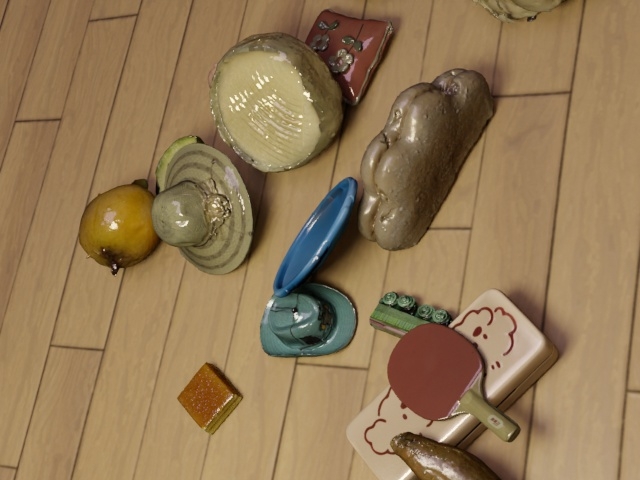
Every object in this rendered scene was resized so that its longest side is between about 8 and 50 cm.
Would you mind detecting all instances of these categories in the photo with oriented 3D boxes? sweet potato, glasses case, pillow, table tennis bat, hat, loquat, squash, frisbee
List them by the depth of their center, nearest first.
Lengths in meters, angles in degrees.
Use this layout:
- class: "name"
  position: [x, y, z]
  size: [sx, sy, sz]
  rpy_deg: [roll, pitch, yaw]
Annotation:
- class: "sweet potato"
  position: [0.218, 0.376, 1.563]
  size: [0.112, 0.085, 0.286]
  rpy_deg: [-39, 80, -27]
- class: "table tennis bat"
  position: [0.201, 0.220, 1.629]
  size: [0.246, 0.022, 0.138]
  rpy_deg: [39, 92, 38]
- class: "glasses case"
  position: [0.201, 0.236, 1.679]
  size: [0.336, 0.076, 0.144]
  rpy_deg: [-46, 55, 5]
- class: "frisbee"
  position: [0.000, 0.000, 1.847]
  size: [0.242, 0.045, 0.242]
  rpy_deg: [-55, 11, 16]
- class: "hat"
  position: [-0.037, 0.132, 1.859]
  size: [0.191, 0.078, 0.138]
  rpy_deg: [-1, 66, 29]
- class: "hat"
  position: [-0.244, -0.048, 1.962]
  size: [0.252, 0.110, 0.252]
  rpy_deg: [14, 112, 39]
- class: "pillow"
  position: [0.031, -0.351, 2.030]
  size: [0.179, 0.075, 0.171]
  rpy_deg: [22, 83, 36]
- class: "squash"
  position: [-0.233, -0.097, 2.075]
  size: [0.184, 0.085, 0.191]
  rpy_deg: [-24, 82, 48]
- class: "loquat"
  position: [-0.376, -0.035, 2.079]
  size: [0.172, 0.149, 0.204]
  rpy_deg: [-47, 17, 54]

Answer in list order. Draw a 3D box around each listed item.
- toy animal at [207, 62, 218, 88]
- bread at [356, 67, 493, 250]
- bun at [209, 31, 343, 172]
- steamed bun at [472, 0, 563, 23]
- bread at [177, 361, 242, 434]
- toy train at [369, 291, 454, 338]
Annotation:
- class: "toy animal"
  position: [-0.167, -0.291, 2.125]
  size: [0.082, 0.091, 0.114]
  rpy_deg: [-28, 67, -16]
- class: "bread"
  position: [0.162, -0.149, 1.808]
  size: [0.102, 0.183, 0.337]
  rpy_deg: [29, 87, 33]
- class: "bun"
  position: [-0.075, -0.257, 1.984]
  size: [0.259, 0.152, 0.259]
  rpy_deg: [15, 122, 26]
- class: "steamed bun"
  position: [0.353, -0.535, 1.846]
  size: [0.268, 0.207, 0.280]
  rpy_deg: [-5, 66, 29]
- class: "bread"
  position: [-0.197, 0.277, 1.914]
  size: [0.090, 0.035, 0.094]
  rpy_deg: [-49, 54, 2]
- class: "toy train"
  position: [0.150, 0.131, 1.774]
  size: [0.148, 0.038, 0.071]
  rpy_deg: [20, 72, 36]
